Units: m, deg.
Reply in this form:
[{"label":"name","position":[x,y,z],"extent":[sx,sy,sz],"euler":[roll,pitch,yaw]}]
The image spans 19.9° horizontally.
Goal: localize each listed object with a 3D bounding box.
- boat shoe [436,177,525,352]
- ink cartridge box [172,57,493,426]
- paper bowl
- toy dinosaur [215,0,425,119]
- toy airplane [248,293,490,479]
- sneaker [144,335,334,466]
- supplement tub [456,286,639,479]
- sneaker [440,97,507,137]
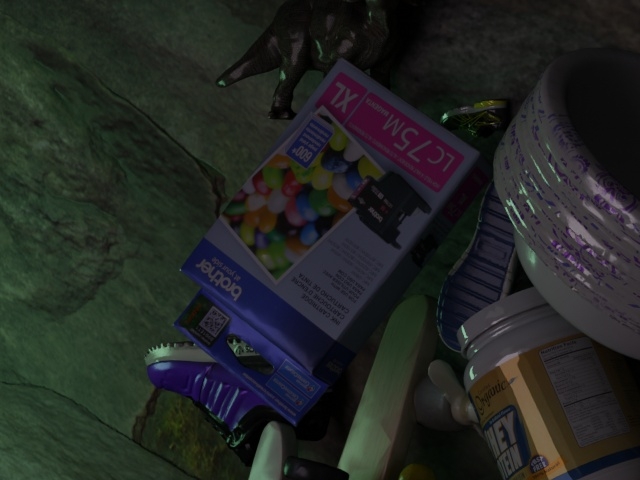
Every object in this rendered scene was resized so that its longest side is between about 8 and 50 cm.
[{"label":"boat shoe","position":[0.171,0.023,1.736],"extent":[0.066,0.066,0.183],"euler":[31,107,27]},{"label":"ink cartridge box","position":[0.000,0.000,1.731],"extent":[0.186,0.065,0.311],"euler":[37,92,28]},{"label":"paper bowl","position":[0.269,-0.014,1.458],"extent":[0.284,0.284,0.148],"euler":[54,132,32]},{"label":"toy dinosaur","position":[0.014,-0.208,1.896],"extent":[0.313,0.121,0.160],"euler":[-11,72,54]},{"label":"toy airplane","position":[0.046,0.300,1.785],"extent":[0.384,0.272,0.386],"euler":[-88,19,-51]},{"label":"sneaker","position":[-0.095,0.180,2.032],"extent":[0.293,0.102,0.146],"euler":[-7,88,49]},{"label":"supplement tub","position":[0.215,0.152,1.637],"extent":[0.144,0.144,0.199],"euler":[-42,62,42]},{"label":"sneaker","position":[0.149,-0.115,1.782],"extent":[0.083,0.031,0.035],"euler":[-16,81,49]}]
